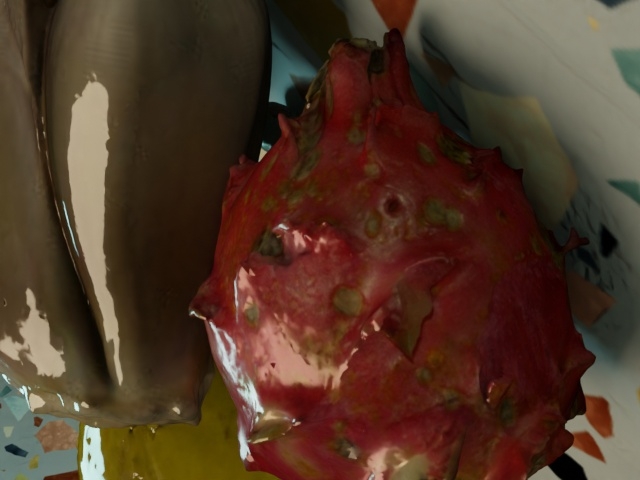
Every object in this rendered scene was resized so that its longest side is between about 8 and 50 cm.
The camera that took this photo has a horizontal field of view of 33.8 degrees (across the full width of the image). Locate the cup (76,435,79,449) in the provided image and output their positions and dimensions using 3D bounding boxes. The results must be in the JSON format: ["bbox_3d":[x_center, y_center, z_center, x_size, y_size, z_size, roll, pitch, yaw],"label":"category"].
[{"bbox_3d":[-0.278,0.358,1.829,0.264,0.182,0.226,43,125,15],"label":"cup"}]

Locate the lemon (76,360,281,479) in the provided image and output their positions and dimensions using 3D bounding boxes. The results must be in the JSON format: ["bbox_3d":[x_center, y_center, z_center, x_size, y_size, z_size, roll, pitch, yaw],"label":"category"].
[{"bbox_3d":[-0.055,0.185,0.871,0.297,0.297,0.297,46,157,25],"label":"lemon"}]

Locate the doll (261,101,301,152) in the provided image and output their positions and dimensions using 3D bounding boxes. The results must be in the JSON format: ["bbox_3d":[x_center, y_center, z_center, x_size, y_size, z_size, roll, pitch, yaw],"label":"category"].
[{"bbox_3d":[0.000,0.000,0.753,0.214,0.071,0.103,67,160,-3],"label":"doll"}]

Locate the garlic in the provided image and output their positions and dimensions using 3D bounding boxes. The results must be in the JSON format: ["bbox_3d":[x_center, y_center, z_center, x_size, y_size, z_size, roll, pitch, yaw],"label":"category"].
[{"bbox_3d":[-0.149,-0.076,0.635,0.231,0.246,0.340,7,124,5],"label":"garlic"}]

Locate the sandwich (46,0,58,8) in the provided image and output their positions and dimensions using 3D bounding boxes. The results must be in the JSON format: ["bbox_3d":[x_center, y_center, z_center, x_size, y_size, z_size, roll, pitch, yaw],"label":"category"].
[{"bbox_3d":[-0.191,-0.142,0.815,0.109,0.212,0.292,20,124,33],"label":"sandwich"}]

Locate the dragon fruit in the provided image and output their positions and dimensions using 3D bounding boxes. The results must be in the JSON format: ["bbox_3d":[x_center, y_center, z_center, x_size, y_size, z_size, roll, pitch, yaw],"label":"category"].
[{"bbox_3d":[0.030,0.026,0.557,0.210,0.205,0.268,-9,92,30],"label":"dragon fruit"}]
